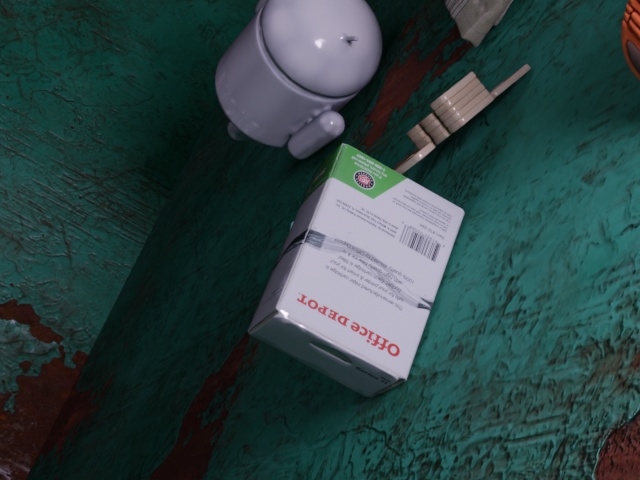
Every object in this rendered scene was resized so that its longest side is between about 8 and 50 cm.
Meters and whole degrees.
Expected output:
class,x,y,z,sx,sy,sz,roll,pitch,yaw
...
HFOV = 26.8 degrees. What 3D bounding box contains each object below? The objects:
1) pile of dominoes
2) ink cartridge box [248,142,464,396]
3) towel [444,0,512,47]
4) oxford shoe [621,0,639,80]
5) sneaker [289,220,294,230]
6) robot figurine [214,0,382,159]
class,x,y,z,sx,sy,sz,roll,pitch,yaw
pile of dominoes,0.104,-0.112,1.488,0.196,0.040,0.251,-40,2,-33
ink cartridge box,0.037,0.032,1.357,0.087,0.153,0.208,-41,23,58
towel,0.241,-0.439,1.671,0.324,0.056,0.312,-50,38,28
oxford shoe,0.356,-0.242,0.977,0.132,0.130,0.364,-29,-18,-42
sneaker,0.000,0.000,1.658,0.080,0.094,0.212,-59,14,6
robot figurine,-0.035,-0.277,2.101,0.353,0.199,0.300,-41,62,52
